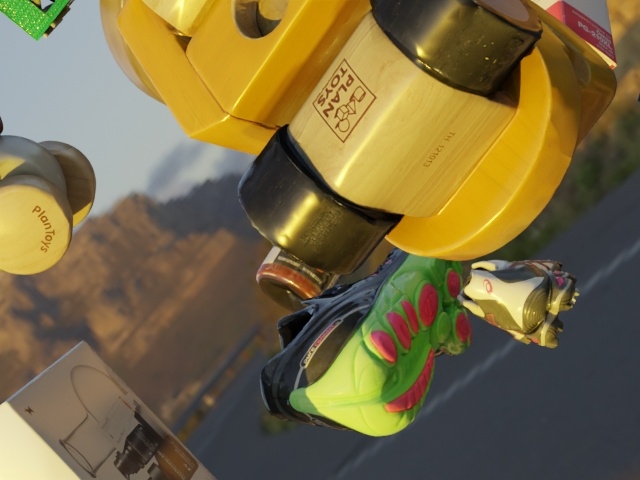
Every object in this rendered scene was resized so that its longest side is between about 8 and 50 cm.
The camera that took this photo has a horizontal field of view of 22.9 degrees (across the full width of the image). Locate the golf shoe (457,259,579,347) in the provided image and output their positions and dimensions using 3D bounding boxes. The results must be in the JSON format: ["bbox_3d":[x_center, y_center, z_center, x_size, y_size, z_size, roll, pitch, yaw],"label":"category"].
[{"bbox_3d":[0.223,0.057,1.854,0.273,0.120,0.105,96,-166,-88],"label":"golf shoe"}]

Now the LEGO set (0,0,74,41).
[{"bbox_3d":[-0.345,-0.419,1.892,0.255,0.331,0.192,-52,5,48],"label":"LEGO set"}]

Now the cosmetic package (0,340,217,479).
[{"bbox_3d":[-0.192,0.298,1.690,0.097,0.377,0.284,-43,2,13],"label":"cosmetic package"}]

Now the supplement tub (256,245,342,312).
[{"bbox_3d":[0.000,0.000,2.198,0.198,0.106,0.106,-59,4,-23],"label":"supplement tub"}]

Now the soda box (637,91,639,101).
[{"bbox_3d":[0.519,-0.205,2.205,0.169,0.053,0.060,24,99,60],"label":"soda box"}]

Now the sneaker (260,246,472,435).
[{"bbox_3d":[0.059,0.095,1.923,0.202,0.185,0.483,-5,10,20],"label":"sneaker"}]

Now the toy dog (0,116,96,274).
[{"bbox_3d":[-0.358,-0.021,1.382,0.333,0.161,0.220,-29,16,-16],"label":"toy dog"}]

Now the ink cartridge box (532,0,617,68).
[{"bbox_3d":[0.274,-0.277,2.023,0.172,0.100,0.237,-39,35,36],"label":"ink cartridge box"}]

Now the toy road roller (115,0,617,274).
[{"bbox_3d":[0.042,-0.128,1.046,0.240,0.329,0.202,10,-55,-47],"label":"toy road roller"}]

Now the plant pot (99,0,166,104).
[{"bbox_3d":[-0.061,-0.270,1.897,0.323,0.323,0.280,-49,38,-5],"label":"plant pot"}]
